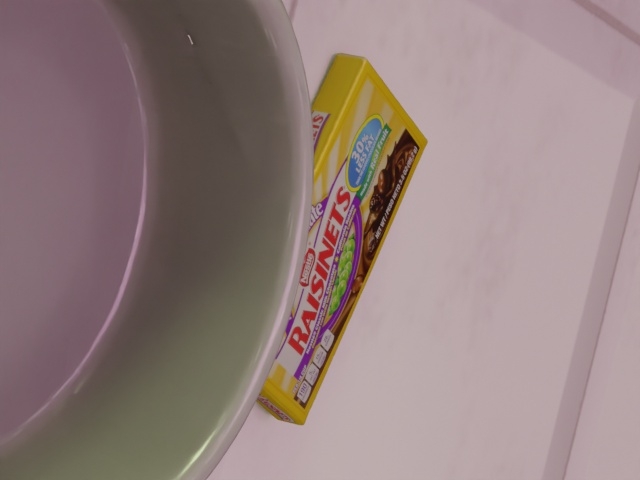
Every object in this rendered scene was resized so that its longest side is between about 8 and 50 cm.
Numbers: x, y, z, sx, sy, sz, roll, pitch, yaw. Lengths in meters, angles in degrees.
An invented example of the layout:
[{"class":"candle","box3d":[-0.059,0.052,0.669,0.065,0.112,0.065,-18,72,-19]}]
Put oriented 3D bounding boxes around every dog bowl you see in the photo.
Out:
[{"class":"dog bowl","box3d":[-0.126,-0.007,0.770,0.349,0.102,0.349,-28,124,-52]}]

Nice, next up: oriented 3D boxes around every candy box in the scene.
[{"class":"candy box","box3d":[0.000,0.000,1.041,0.105,0.027,0.206,46,63,-50]}]
